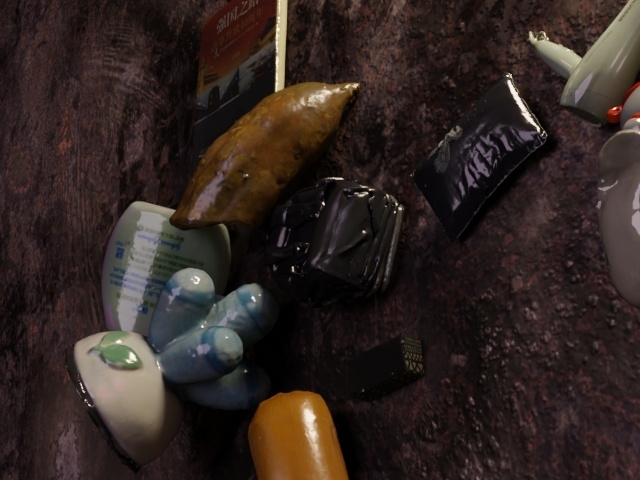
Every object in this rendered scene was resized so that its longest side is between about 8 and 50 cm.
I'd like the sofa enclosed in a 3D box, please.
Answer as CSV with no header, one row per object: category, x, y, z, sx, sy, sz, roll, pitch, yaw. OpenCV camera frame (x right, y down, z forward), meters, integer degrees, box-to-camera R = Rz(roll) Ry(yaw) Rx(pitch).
sofa,0.090,0.179,1.705,0.118,0.039,0.060,-31,52,40

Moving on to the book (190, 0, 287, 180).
book,-0.152,-0.299,2.260,0.262,0.028,0.374,-27,54,46

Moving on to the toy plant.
toy plant,-0.208,0.181,1.915,0.332,0.247,0.247,-31,42,-1

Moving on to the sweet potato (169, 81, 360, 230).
sweet potato,-0.090,-0.140,1.967,0.370,0.158,0.158,-51,37,-2

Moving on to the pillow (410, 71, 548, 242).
pillow,0.215,-0.115,1.668,0.208,0.055,0.141,-48,47,28

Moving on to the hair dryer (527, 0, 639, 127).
hair dryer,0.345,-0.264,1.584,0.206,0.075,0.237,-59,29,3

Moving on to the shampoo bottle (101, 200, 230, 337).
shampoo bottle,-0.285,0.118,2.103,0.221,0.151,0.350,14,89,10

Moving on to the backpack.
backpack,0.000,0.000,1.846,0.258,0.133,0.206,-3,68,59

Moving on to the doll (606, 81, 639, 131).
doll,0.439,-0.132,1.308,0.336,0.199,0.105,9,122,53

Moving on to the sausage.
sausage,-0.014,0.376,1.674,0.116,0.134,0.354,98,163,-50

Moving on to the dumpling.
dumpling,0.377,-0.004,1.289,0.142,0.247,0.172,-36,16,-35
